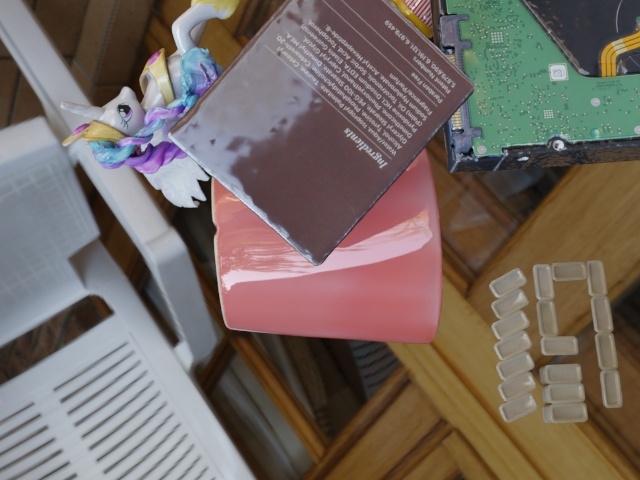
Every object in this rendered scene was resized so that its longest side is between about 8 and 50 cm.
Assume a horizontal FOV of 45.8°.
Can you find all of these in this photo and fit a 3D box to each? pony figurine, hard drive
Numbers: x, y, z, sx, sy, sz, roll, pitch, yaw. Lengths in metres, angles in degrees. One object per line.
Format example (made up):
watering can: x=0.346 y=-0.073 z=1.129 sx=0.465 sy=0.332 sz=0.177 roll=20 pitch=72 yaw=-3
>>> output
pony figurine: x=-0.180 y=-0.186 z=1.148 sx=0.363 sy=0.303 sz=0.351 roll=-55 pitch=136 yaw=-19
hard drive: x=0.284 y=-0.194 z=0.742 sx=0.339 sy=0.236 sz=0.064 roll=-5 pitch=169 yaw=-1

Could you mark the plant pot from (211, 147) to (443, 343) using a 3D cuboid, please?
plant pot: x=0.000 y=0.000 z=0.915 sx=0.243 sy=0.274 sz=0.275 roll=-5 pitch=151 yaw=-4

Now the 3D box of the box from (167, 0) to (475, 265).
box: x=-0.006 y=-0.113 z=0.686 sx=0.203 sy=0.167 sz=0.168 roll=-49 pitch=-170 yaw=0

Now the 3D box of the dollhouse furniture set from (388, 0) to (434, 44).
dollhouse furniture set: x=0.111 y=-0.462 z=1.149 sx=0.152 sy=0.374 sz=0.201 roll=-9 pitch=143 yaw=-47

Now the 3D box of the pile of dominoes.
pile of dominoes: x=0.364 y=0.161 z=1.201 sx=0.196 sy=0.251 sz=0.040 roll=-2 pitch=167 yaw=-5
